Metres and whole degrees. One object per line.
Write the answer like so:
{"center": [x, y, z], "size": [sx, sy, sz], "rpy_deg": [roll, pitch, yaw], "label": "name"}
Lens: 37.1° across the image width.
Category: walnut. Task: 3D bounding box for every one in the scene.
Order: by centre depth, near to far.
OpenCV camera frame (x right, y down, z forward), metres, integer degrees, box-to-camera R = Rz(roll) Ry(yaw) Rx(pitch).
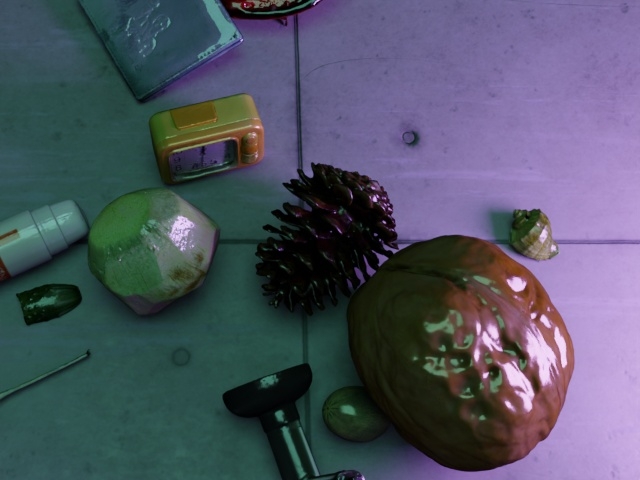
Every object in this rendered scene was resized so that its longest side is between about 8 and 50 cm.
{"center": [0.235, 0.186, 1.585], "size": [0.354, 0.308, 0.397], "rpy_deg": [-38, 90, -29], "label": "walnut"}

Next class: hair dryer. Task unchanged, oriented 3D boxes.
{"center": [0.001, 0.331, 1.528], "size": [0.156, 0.284, 0.320], "rpy_deg": [-13, 68, -39], "label": "hair dryer"}

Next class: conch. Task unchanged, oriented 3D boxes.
{"center": [0.405, -0.010, 1.826], "size": [0.089, 0.074, 0.121], "rpy_deg": [-38, 93, 13], "label": "conch"}

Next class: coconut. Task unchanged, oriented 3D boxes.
{"center": [-0.288, 0.021, 1.668], "size": [0.205, 0.236, 0.236], "rpy_deg": [20, 62, 40], "label": "coconut"}

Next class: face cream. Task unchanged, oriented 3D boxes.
{"center": [-0.577, 0.025, 1.689], "size": [0.346, 0.102, 0.102], "rpy_deg": [-26, 72, -13], "label": "face cream"}

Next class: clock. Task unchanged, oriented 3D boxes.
{"center": [-0.212, -0.189, 1.789], "size": [0.202, 0.143, 0.096], "rpy_deg": [-14, 67, -10], "label": "clock"}

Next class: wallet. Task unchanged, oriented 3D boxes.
{"center": [-0.326, -0.451, 1.909], "size": [0.251, 0.054, 0.290], "rpy_deg": [-31, 80, 3], "label": "wallet"}

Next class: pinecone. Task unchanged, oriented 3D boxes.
{"center": [0.000, 0.001, 1.695], "size": [0.246, 0.246, 0.292], "rpy_deg": [41, 84, 11], "label": "pinecone"}

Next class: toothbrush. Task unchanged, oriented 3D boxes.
{"center": [-0.530, 0.260, 1.637], "size": [0.294, 0.026, 0.028], "rpy_deg": [-31, 92, -16], "label": "toothbrush"}

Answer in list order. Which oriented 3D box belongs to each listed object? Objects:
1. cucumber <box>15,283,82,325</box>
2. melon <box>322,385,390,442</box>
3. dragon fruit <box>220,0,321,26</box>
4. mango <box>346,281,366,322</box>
{"center": [-0.483, 0.104, 1.701], "size": [0.107, 0.035, 0.067], "rpy_deg": [-18, 69, -14], "label": "cucumber"}
{"center": [0.062, 0.297, 1.631], "size": [0.131, 0.098, 0.098], "rpy_deg": [10, 62, -40], "label": "melon"}
{"center": [-0.069, -0.573, 1.978], "size": [0.282, 0.100, 0.343], "rpy_deg": [29, 81, 14], "label": "dragon fruit"}
{"center": [0.092, 0.121, 1.735], "size": [0.080, 0.060, 0.114], "rpy_deg": [28, 72, 9], "label": "mango"}
